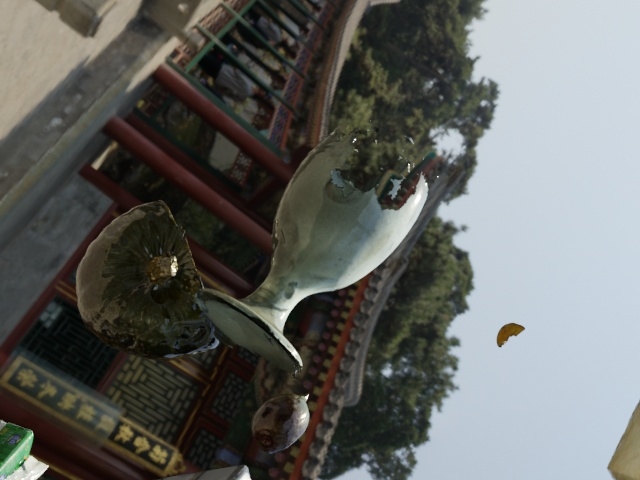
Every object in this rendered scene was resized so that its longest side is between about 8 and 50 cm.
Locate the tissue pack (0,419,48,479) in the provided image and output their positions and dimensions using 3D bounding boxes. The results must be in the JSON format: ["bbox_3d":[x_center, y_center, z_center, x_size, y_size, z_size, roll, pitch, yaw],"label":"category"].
[{"bbox_3d":[-0.768,0.562,1.428,0.209,0.156,0.148,-67,176,-72],"label":"tissue pack"}]

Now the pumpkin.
[{"bbox_3d":[-0.345,0.093,1.158,0.232,0.325,0.242,-22,161,-26],"label":"pumpkin"}]

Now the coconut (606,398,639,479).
[{"bbox_3d":[0.613,0.377,0.933,0.329,0.328,0.329,-47,-163,19],"label":"coconut"}]

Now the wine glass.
[{"bbox_3d":[-0.003,0.003,0.832,0.357,0.190,0.190,-51,-165,-21],"label":"wine glass"}]

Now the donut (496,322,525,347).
[{"bbox_3d":[0.548,0.278,1.753,0.038,0.067,0.083,39,72,-80],"label":"donut"}]

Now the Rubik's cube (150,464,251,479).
[{"bbox_3d":[-0.282,0.623,1.091,0.305,0.301,0.303,-16,179,15],"label":"Rubik's cube"}]

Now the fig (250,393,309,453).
[{"bbox_3d":[-0.072,0.358,1.224,0.109,0.103,0.154,-24,-174,33],"label":"fig"}]
